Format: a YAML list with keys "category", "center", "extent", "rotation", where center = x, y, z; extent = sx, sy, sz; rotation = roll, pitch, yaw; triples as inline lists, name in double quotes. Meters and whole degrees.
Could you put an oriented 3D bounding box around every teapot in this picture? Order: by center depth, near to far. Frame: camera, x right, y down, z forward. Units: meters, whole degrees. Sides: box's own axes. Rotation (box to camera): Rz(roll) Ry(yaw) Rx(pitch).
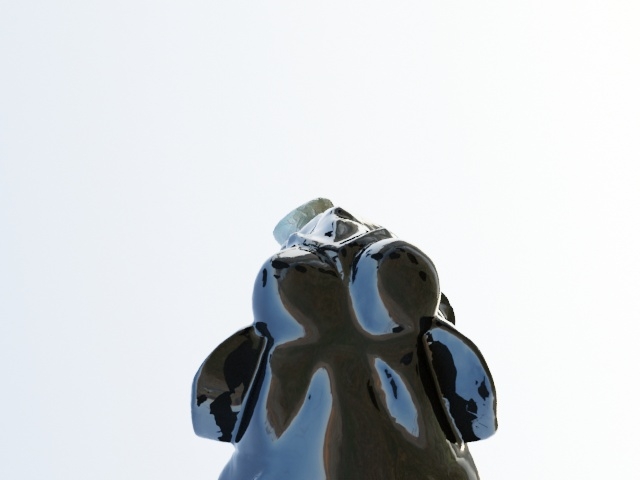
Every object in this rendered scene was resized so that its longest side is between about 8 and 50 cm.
- category: "teapot"
  center: [0.000, 0.000, 1.208]
  extent: [0.064, 0.064, 0.083]
  rotation: [58, -160, 11]

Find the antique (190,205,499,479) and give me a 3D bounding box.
- category: "antique"
  center: [0.022, 0.135, 0.851]
  extent: [0.255, 0.185, 0.322]
  rotation: [55, -147, -80]
